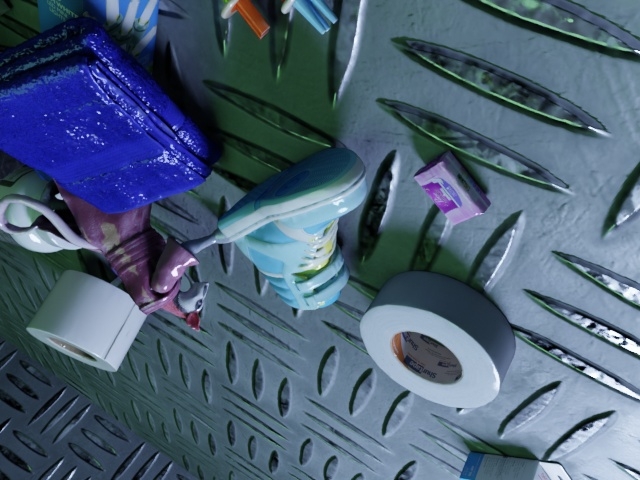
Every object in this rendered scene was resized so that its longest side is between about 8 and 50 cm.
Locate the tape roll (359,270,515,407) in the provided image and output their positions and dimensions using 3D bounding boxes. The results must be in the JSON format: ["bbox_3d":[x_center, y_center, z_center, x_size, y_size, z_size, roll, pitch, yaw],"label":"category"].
[{"bbox_3d":[0.170,0.150,0.831,0.219,0.072,0.219,23,141,20],"label":"tape roll"}]

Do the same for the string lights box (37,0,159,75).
[{"bbox_3d":[-0.274,-0.292,0.697,0.076,0.133,0.260,38,145,4],"label":"string lights box"}]

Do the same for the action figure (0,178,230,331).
[{"bbox_3d":[-0.327,0.013,0.976,0.248,0.275,0.370,-33,90,47],"label":"action figure"}]

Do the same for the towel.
[{"bbox_3d":[-0.296,-0.136,0.747,0.227,0.076,0.308,-21,154,10],"label":"towel"}]

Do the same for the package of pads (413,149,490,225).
[{"bbox_3d":[0.154,-0.059,0.655,0.083,0.032,0.050,48,142,-11],"label":"package of pads"}]

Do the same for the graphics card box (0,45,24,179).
[{"bbox_3d":[-0.581,-0.235,0.947,0.370,0.233,0.094,20,139,26],"label":"graphics card box"}]

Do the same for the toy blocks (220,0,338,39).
[{"bbox_3d":[-0.059,-0.265,0.604,0.148,0.054,0.123,46,143,-10],"label":"toy blocks"}]

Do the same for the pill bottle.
[{"bbox_3d":[-0.617,-0.071,1.200,0.318,0.176,0.176,11,136,33],"label":"pill bottle"}]

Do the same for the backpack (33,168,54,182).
[{"bbox_3d":[-0.506,-0.170,1.070,0.120,0.098,0.101,5,124,55],"label":"backpack"}]

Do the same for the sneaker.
[{"bbox_3d":[0.000,0.000,0.781,0.208,0.127,0.319,53,152,-14],"label":"sneaker"}]

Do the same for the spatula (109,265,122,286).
[{"bbox_3d":[-0.550,0.119,1.470,0.084,0.030,0.296,50,143,-13],"label":"spatula"}]

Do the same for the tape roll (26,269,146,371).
[{"bbox_3d":[-0.595,0.208,1.439,0.246,0.169,0.246,17,152,10],"label":"tape roll"}]

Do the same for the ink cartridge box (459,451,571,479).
[{"bbox_3d":[0.352,0.440,0.989,0.180,0.060,0.104,-16,117,49],"label":"ink cartridge box"}]

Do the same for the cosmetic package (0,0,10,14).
[{"bbox_3d":[-0.684,-0.474,0.847,0.197,0.155,0.366,2,131,41],"label":"cosmetic package"}]
